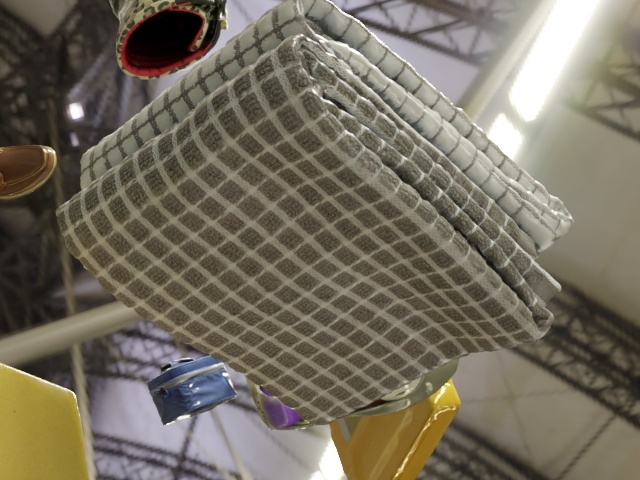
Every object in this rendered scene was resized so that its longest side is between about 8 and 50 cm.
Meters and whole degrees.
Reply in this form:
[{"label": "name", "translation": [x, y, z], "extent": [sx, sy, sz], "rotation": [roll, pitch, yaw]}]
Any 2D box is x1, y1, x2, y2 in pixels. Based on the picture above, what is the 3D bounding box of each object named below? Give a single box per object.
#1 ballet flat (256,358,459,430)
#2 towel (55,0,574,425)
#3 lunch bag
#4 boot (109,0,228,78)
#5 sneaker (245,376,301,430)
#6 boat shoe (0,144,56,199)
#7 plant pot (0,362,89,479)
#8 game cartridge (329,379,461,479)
[{"label": "ballet flat", "translation": [0.039, 0.146, 1.289], "extent": [0.068, 0.213, 0.072], "rotation": [40, 33, -86]}, {"label": "towel", "translation": [0.000, 0.000, 0.873], "extent": [0.235, 0.283, 0.121], "rotation": [-34, -149, 32]}, {"label": "lunch bag", "translation": [-0.155, 0.170, 1.507], "extent": [0.067, 0.098, 0.065], "rotation": [-31, -103, 37]}, {"label": "boot", "translation": [-0.086, -0.239, 1.149], "extent": [0.085, 0.236, 0.179], "rotation": [59, 10, -34]}, {"label": "sneaker", "translation": [0.018, 0.059, 1.246], "extent": [0.293, 0.146, 0.102], "rotation": [-72, 150, -51]}, {"label": "boat shoe", "translation": [-0.429, -0.088, 1.679], "extent": [0.060, 0.178, 0.064], "rotation": [34, 47, -64]}, {"label": "plant pot", "translation": [-0.272, 0.173, 0.838], "extent": [0.212, 0.212, 0.187], "rotation": [-18, -126, 43]}, {"label": "game cartridge", "translation": [0.054, 0.139, 1.577], "extent": [0.285, 0.052, 0.324], "rotation": [111, -32, -48]}]
